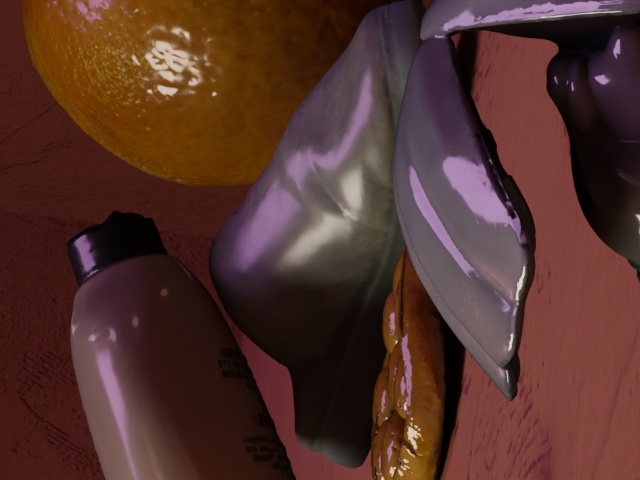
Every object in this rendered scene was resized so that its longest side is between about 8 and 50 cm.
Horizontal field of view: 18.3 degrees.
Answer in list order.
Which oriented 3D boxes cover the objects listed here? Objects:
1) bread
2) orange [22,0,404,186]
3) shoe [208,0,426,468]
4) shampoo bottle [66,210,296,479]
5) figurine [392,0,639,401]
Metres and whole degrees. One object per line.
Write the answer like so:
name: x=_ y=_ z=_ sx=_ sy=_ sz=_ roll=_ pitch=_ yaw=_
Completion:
bread: x=0.037 y=0.053 z=0.794 sx=0.110 sy=0.024 sz=0.110 roll=-173 pitch=90 yaw=-88
orange: x=-0.057 y=-0.137 z=1.111 sx=0.236 sy=0.236 sz=0.236 roll=-173 pitch=90 yaw=-86
shoe: x=0.000 y=0.000 z=0.905 sx=0.103 sy=0.100 sz=0.251 roll=-88 pitch=4 yaw=-52
shampoo bottle: x=-0.051 y=0.106 z=0.870 sx=0.127 sy=0.078 sz=0.256 roll=38 pitch=-150 yaw=-70
figurine: x=0.056 y=-0.015 z=0.384 sx=0.094 sy=0.082 sz=0.086 roll=-27 pitch=-73 yaw=-82
